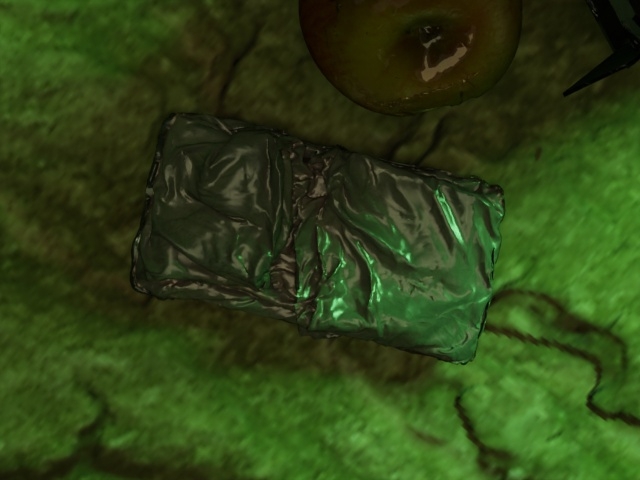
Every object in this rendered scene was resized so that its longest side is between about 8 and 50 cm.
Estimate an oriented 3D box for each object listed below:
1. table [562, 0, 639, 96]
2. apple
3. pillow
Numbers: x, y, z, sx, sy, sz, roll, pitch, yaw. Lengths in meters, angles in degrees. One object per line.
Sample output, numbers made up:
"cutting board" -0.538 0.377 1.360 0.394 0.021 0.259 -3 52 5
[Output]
"table" 0.180 -0.195 0.960 0.062 0.175 0.146 -23 100 44
"apple" 0.057 -0.148 0.964 0.146 0.146 0.146 0 99 1
"pillow" 0.000 0.000 1.030 0.248 0.049 0.135 14 95 -4
